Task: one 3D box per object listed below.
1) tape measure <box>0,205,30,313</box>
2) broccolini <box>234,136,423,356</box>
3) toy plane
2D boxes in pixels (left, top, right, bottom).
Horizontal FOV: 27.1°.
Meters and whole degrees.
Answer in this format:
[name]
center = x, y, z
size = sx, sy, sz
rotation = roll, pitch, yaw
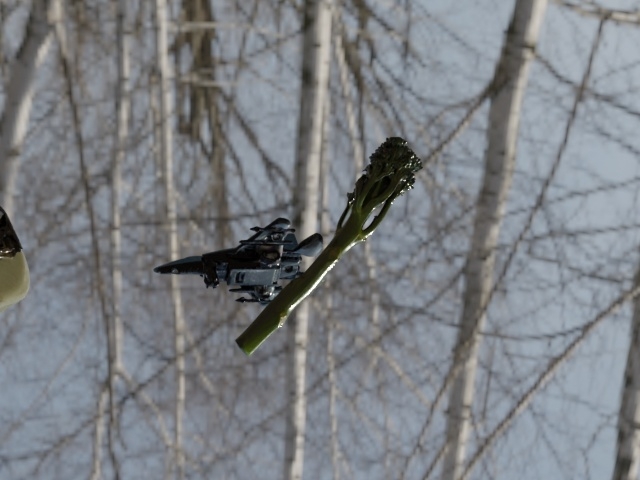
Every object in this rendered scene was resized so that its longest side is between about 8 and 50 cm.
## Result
[tape measure]
center = -0.549, -0.009, 1.992
size = 0.133, 0.271, 0.231
rotation = -31, 180, 19
[broccolini]
center = 0.003, 0.004, 1.825
size = 0.079, 0.074, 0.392
rotation = 46, -111, -5
[toy plane]
center = -0.120, 0.040, 1.944
size = 0.246, 0.169, 0.078
rotation = -8, -138, -26
